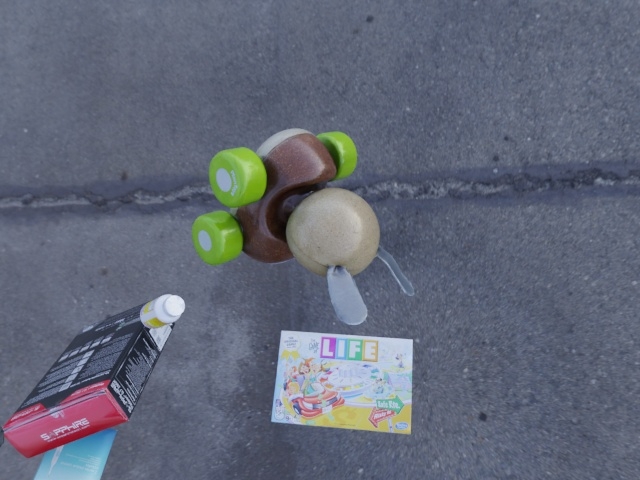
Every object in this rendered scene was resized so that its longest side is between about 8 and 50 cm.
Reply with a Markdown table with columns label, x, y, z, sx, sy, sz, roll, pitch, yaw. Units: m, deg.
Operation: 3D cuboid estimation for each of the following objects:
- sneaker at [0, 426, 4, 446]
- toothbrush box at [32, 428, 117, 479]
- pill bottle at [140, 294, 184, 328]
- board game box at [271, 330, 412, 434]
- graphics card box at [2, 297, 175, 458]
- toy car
| label | x | y | z | sx | sy | sz | roll | pitch | yaw |
| --- | --- | --- | --- | --- | --- | --- | --- | --- | --- |
| sneaker | -0.452 | 0.239 | 0.538 | 0.235 | 0.078 | 0.106 | -2 | 73 | 5 |
| toothbrush box | -0.554 | 0.558 | 1.051 | 0.126 | 0.295 | 0.216 | 25 | 123 | -17 |
| pill bottle | -0.238 | 0.107 | 0.769 | 0.083 | 0.043 | 0.043 | -24 | 66 | 46 |
| board game box | 0.026 | 0.162 | 0.583 | 0.154 | 0.026 | 0.103 | 2 | 68 | 6 |
| graphics card box | -0.483 | 0.282 | 1.116 | 0.233 | 0.371 | 0.094 | -23 | 111 | 6 |
| toy car | 0.000 | 0.000 | 0.485 | 0.155 | 0.149 | 0.188 | -21 | 59 | -43 |
